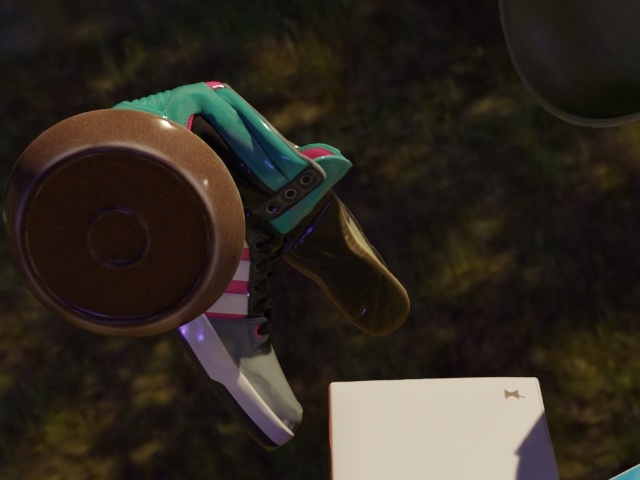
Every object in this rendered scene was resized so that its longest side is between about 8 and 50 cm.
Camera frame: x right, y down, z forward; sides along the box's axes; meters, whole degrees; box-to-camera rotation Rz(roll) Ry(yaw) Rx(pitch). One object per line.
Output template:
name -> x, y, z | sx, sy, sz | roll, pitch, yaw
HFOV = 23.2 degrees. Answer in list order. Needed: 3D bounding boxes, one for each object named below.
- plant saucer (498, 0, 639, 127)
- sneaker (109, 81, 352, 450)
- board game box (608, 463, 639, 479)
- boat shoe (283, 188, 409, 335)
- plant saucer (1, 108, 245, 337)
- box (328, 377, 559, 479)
plant saucer -> 0.142, -0.155, 0.571 | 0.037, 0.241, 0.241 | 13, 3, -22
sneaker -> -0.045, 0.001, 1.192 | 0.178, 0.296, 0.124 | -30, 16, -1
board game box -> 0.377, 0.381, 1.604 | 0.224, 0.098, 0.303 | -16, 45, -42
boat shoe -> 0.001, 0.000, 1.538 | 0.080, 0.223, 0.073 | -41, 14, 0
plant saucer -> -0.136, -0.005, 1.059 | 0.168, 0.168, 0.029 | -19, 21, 8
box -> 0.093, 0.305, 1.229 | 0.168, 0.345, 0.215 | -1, 37, 0
